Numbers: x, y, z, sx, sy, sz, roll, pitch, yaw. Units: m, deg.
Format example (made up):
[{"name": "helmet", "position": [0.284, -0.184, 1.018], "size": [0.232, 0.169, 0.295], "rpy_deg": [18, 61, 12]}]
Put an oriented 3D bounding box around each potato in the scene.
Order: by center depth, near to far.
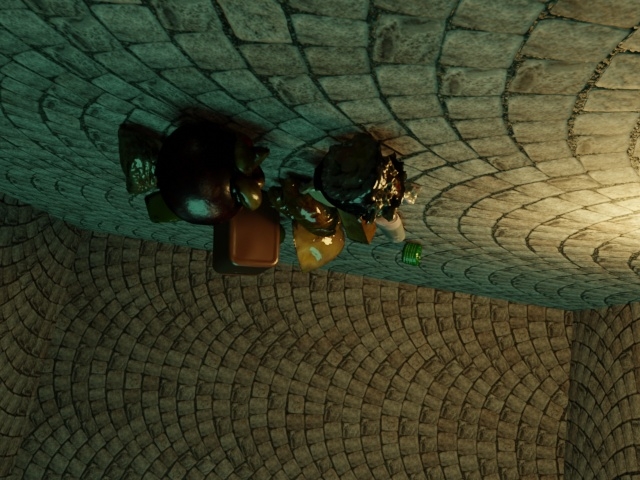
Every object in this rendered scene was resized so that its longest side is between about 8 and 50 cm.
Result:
[{"name": "potato", "position": [0.000, 0.000, 2.236], "size": [0.237, 0.301, 0.289], "rpy_deg": [-10, -159, 1]}]

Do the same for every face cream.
[{"name": "face cream", "position": [0.306, -0.058, 2.033], "size": [0.107, 0.073, 0.269], "rpy_deg": [1, 165, 19]}]

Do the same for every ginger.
[{"name": "ginger", "position": [-0.059, -0.137, 1.826], "size": [0.274, 0.152, 0.357], "rpy_deg": [28, 172, 15]}]

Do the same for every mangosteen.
[{"name": "mangosteen", "position": [-0.311, -0.200, 1.397], "size": [0.346, 0.307, 0.307], "rpy_deg": [-8, 165, 6]}]

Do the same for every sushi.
[{"name": "sushi", "position": [0.128, -0.166, 1.333], "size": [0.225, 0.239, 0.218], "rpy_deg": [20, -178, 44]}]

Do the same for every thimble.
[{"name": "thimble", "position": [0.466, 0.071, 2.391], "size": [0.090, 0.118, 0.130], "rpy_deg": [10, 150, 19]}]

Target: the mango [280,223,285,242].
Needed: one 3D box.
[{"name": "mango", "position": [-0.327, -0.057, 2.390], "size": [0.329, 0.175, 0.177], "rpy_deg": [22, 132, 23]}]

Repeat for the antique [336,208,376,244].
[{"name": "antique", "position": [0.125, -0.105, 1.728], "size": [0.093, 0.087, 0.310], "rpy_deg": [16, 154, 27]}]

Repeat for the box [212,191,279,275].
[{"name": "box", "position": [-0.315, -0.032, 2.012], "size": [0.239, 0.340, 0.229], "rpy_deg": [5, 167, -26]}]

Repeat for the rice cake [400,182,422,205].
[{"name": "rice cake", "position": [0.211, -0.144, 1.739], "size": [0.070, 0.064, 0.399], "rpy_deg": [27, 162, -26]}]

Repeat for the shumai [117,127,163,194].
[{"name": "shumai", "position": [-0.576, -0.278, 1.618], "size": [0.218, 0.189, 0.256], "rpy_deg": [-4, 157, -21]}]

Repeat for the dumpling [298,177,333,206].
[{"name": "dumpling", "position": [0.036, -0.183, 1.527], "size": [0.193, 0.147, 0.258], "rpy_deg": [11, -158, 41]}]

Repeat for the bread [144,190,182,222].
[{"name": "bread", "position": [-0.467, -0.157, 1.783], "size": [0.366, 0.129, 0.382], "rpy_deg": [-13, -169, 4]}]
